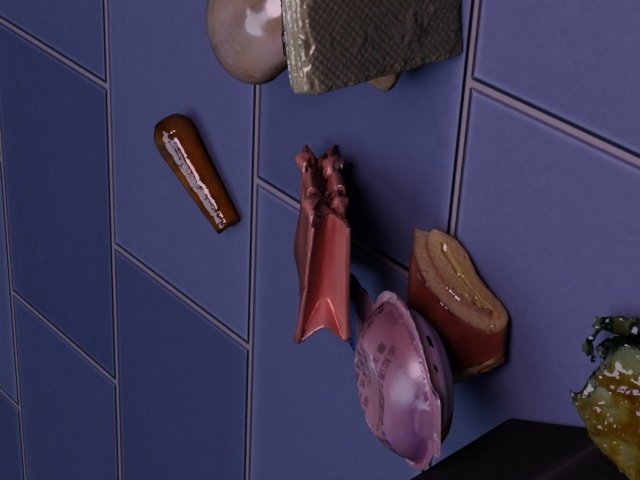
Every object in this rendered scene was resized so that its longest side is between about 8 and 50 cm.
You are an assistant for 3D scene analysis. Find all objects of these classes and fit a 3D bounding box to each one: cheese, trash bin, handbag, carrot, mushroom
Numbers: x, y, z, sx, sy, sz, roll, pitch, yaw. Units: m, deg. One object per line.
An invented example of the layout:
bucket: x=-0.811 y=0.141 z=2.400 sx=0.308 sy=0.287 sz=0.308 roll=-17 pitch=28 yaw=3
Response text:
cheese: x=0.070 y=0.125 z=1.431 sx=0.286 sy=0.074 sz=0.188 roll=-129 pitch=34 yaw=-64
trash bin: x=0.167 y=0.267 z=1.355 sx=0.165 sy=0.226 sz=0.115 roll=0 pitch=106 yaw=54
handbag: x=0.000 y=0.000 z=1.498 sx=0.212 sy=0.059 sz=0.157 roll=-95 pitch=7 yaw=-63
carrot: x=-0.155 y=-0.085 z=1.768 sx=0.161 sy=0.055 sz=0.055 roll=58 pitch=144 yaw=4
mushroom: x=-0.007 y=-0.246 z=1.401 sx=0.206 sy=0.209 sz=0.206 roll=-175 pitch=90 yaw=-73

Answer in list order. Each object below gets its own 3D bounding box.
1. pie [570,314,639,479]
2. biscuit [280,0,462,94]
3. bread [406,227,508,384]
pie: x=0.361 y=0.140 z=1.163 sx=0.296 sy=0.078 sz=0.371 roll=59 pitch=145 yaw=16
biscuit: x=0.050 y=-0.210 z=1.295 sx=0.041 sy=0.199 sz=0.121 roll=19 pitch=121 yaw=47
bread: x=0.134 y=0.089 z=1.447 sx=0.119 sy=0.067 sz=0.192 roll=25 pitch=126 yaw=45
